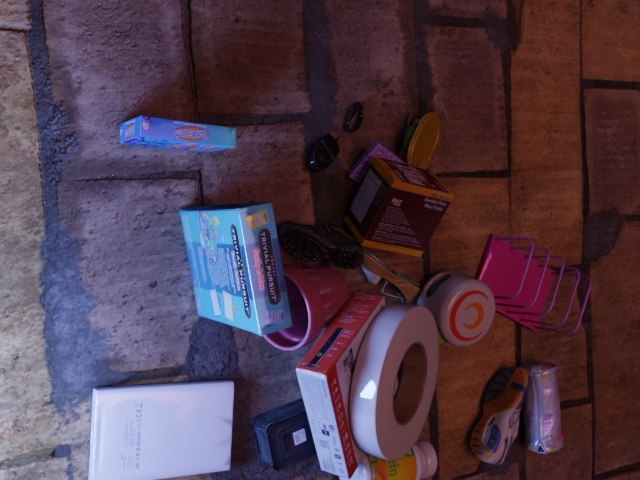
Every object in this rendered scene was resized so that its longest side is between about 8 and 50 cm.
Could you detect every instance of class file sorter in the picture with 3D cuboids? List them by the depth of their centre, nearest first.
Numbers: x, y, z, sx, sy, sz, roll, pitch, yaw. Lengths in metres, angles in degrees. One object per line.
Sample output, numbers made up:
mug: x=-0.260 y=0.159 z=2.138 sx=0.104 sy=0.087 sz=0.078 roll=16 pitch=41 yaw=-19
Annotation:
file sorter: x=0.628 y=0.133 z=2.116 sx=0.290 sy=0.182 sz=0.202 roll=27 pitch=77 yaw=-28

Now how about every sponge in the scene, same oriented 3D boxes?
sponge: x=0.185 y=-0.161 z=1.900 sx=0.210 sy=0.031 sz=0.117 roll=33 pitch=110 yaw=-27

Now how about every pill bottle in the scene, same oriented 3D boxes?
pill bottle: x=0.181 y=0.588 z=1.891 sx=0.245 sy=0.136 sz=0.136 roll=1 pitch=91 yaw=-31

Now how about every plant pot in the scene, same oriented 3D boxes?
plant pot: x=-0.038 y=0.143 z=1.729 sx=0.180 sy=0.201 sz=0.201 roll=-18 pitch=101 yaw=-45

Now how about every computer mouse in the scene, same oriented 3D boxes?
computer mouse: x=0.037 y=-0.267 z=1.845 sx=0.242 sy=0.041 sz=0.071 roll=-52 pitch=123 yaw=-26

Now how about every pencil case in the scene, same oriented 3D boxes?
pencil case: x=0.670 y=0.506 z=2.191 sx=0.124 sy=0.113 sz=0.273 roll=-8 pitch=95 yaw=-50

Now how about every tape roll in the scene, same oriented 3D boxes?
tape roll: x=0.192 y=0.347 z=1.781 sx=0.392 sy=0.072 sz=0.392 roll=-20 pitch=113 yaw=-57

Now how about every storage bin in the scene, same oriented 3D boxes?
storage bin: x=-0.066 y=0.473 z=1.773 sx=0.180 sy=0.084 sz=0.122 roll=-15 pitch=99 yaw=-30

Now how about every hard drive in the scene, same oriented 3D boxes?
hard drive: x=-0.354 y=0.430 z=1.626 sx=0.318 sy=0.040 sz=0.210 roll=3 pitch=90 yaw=-30

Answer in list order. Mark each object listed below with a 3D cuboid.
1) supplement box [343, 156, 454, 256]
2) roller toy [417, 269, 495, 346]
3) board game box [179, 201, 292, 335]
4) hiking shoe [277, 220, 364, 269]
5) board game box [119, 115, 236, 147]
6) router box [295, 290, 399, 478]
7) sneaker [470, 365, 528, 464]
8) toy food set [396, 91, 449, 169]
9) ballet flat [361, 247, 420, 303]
supplement box: x=0.198 y=-0.084 z=1.838 sx=0.191 sy=0.129 sz=0.194 roll=11 pitch=118 yaw=-29
roller toy: x=0.372 y=0.184 z=1.987 sx=0.209 sy=0.146 sz=0.191 roll=3 pitch=101 yaw=-30
board game box: x=-0.189 y=0.051 z=1.542 sx=0.079 sy=0.336 sz=0.254 roll=-13 pitch=98 yaw=-30
hiking shoe: x=0.000 y=0.000 z=1.808 sx=0.226 sy=0.114 sz=0.086 roll=21 pitch=118 yaw=-9
board game box: x=-0.311 y=-0.228 z=1.564 sx=0.210 sy=0.160 sz=0.047 roll=2 pitch=91 yaw=-30
router box: x=0.078 y=0.343 z=1.736 sx=0.301 sy=0.082 sz=0.336 roll=-48 pitch=136 yaw=-44
sneaker: x=0.541 y=0.519 z=2.138 sx=0.131 sy=0.112 sz=0.296 roll=41 pitch=73 yaw=-42
toy food set: x=0.268 y=-0.285 z=1.966 sx=0.128 sy=0.071 sz=0.218 roll=40 pitch=72 yaw=-50
ballet flat: x=0.171 y=0.100 z=1.909 sx=0.232 sy=0.080 sz=0.073 roll=32 pitch=90 yaw=-26
